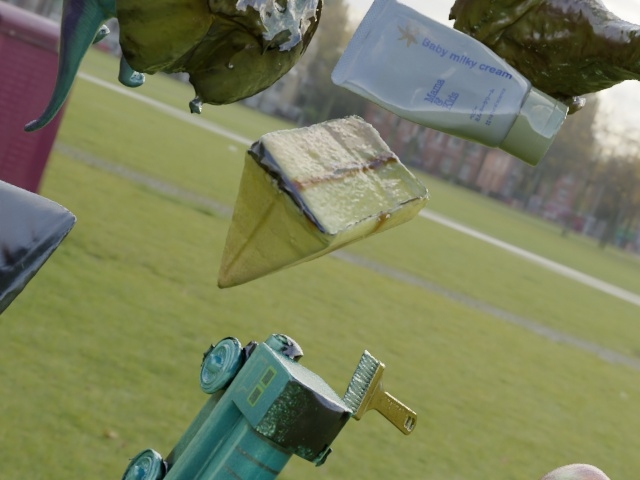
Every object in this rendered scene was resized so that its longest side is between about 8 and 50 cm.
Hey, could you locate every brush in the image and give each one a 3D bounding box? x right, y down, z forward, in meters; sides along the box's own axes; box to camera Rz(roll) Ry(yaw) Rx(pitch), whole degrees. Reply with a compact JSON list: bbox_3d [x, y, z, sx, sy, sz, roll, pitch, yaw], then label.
[{"bbox_3d":[0.084,0.215,1.581,0.010,0.082,0.218,20,-13,33],"label":"brush"}]

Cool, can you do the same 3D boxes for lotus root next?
[{"bbox_3d":[-0.056,-0.190,0.862,0.183,0.204,0.078,-20,28,-40],"label":"lotus root"}]

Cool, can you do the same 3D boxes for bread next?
[{"bbox_3d":[-0.002,0.002,1.426,0.167,0.264,0.163,-21,56,-32],"label":"bread"}]

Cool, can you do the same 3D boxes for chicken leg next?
[{"bbox_3d":[0.261,-0.228,1.272,0.211,0.140,0.361,47,-16,-19],"label":"chicken leg"}]

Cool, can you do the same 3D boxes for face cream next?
[{"bbox_3d":[0.132,-0.155,1.197,0.224,0.114,0.070,29,-16,0],"label":"face cream"}]

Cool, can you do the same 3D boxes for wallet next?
[{"bbox_3d":[-0.346,0.012,1.178,0.245,0.168,0.052,20,-28,47],"label":"wallet"}]

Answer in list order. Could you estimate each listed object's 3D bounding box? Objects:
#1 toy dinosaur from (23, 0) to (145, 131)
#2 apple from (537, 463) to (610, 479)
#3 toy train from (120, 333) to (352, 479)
[{"bbox_3d":[-0.207,-0.334,1.211,0.129,0.383,0.331,32,-25,29],"label":"toy dinosaur"},{"bbox_3d":[0.296,0.339,1.390,0.146,0.131,0.146,58,1,-1],"label":"apple"},{"bbox_3d":[-0.105,0.245,1.321,0.120,0.298,0.194,34,1,-28],"label":"toy train"}]
